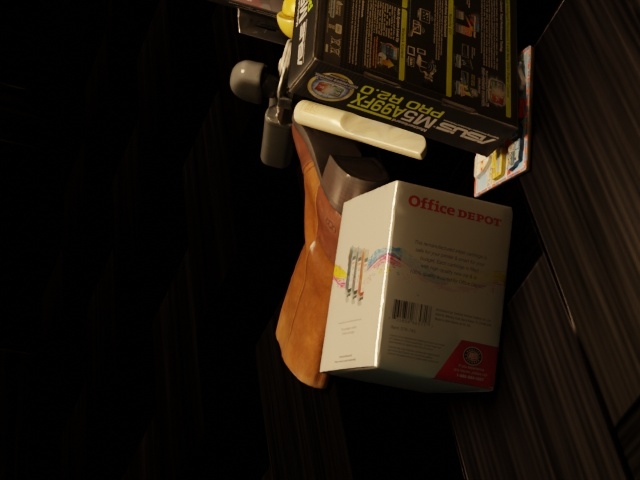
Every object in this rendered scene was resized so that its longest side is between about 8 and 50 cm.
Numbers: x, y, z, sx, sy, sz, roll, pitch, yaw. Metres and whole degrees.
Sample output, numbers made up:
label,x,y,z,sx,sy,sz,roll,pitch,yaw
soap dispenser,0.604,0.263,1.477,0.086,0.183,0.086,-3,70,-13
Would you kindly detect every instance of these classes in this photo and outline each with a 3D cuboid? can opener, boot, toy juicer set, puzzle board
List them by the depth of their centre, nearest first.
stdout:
label,x,y,z,sx,sy,sz,roll,pitch,yaw
puzzle board,0.176,-0.115,1.248,0.096,0.011,0.128,149,130,-61
toy juicer set,0.028,-0.247,1.467,0.209,0.089,0.329,-5,72,33
boot,0.000,0.000,1.567,0.264,0.096,0.280,-126,44,-53
can opener,-0.062,-0.177,1.666,0.280,0.093,0.074,91,-168,-71

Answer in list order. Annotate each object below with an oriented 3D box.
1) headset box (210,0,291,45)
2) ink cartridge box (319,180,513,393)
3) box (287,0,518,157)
label,x,y,z,sx,sy,sz,roll,pitch,yaw
headset box,-0.037,-0.401,1.649,0.110,0.218,0.293,-155,79,-68
ink cartridge box,0.090,0.047,1.214,0.127,0.128,0.176,162,119,-66
box,0.085,-0.234,1.237,0.060,0.216,0.270,-43,37,53
